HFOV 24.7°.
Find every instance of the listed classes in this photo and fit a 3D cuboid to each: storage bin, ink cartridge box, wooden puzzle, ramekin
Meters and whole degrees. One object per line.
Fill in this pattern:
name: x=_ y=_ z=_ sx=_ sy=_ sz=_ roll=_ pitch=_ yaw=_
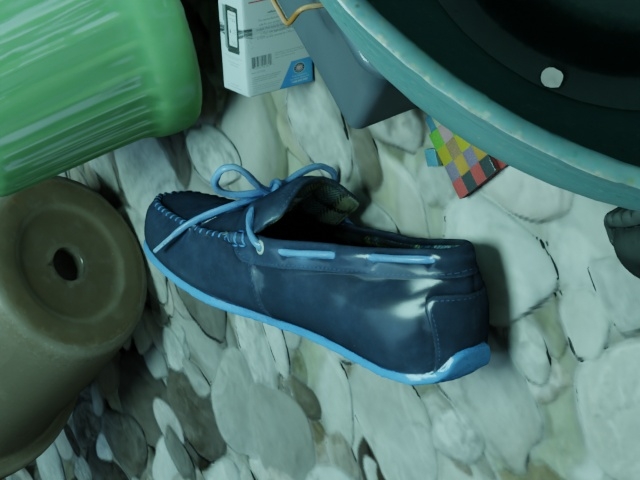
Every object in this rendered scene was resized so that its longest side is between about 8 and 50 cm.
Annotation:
storage bin: x=0.019 y=-0.124 z=0.743 sx=0.135 sy=0.098 sz=0.091 roll=61 pitch=159 yaw=17
ink cartridge box: x=-0.033 y=-0.131 z=0.856 sx=0.028 sy=0.048 sz=0.083 roll=29 pitch=129 yaw=48
wooden puzzle: x=0.076 y=-0.053 z=0.763 sx=0.049 sy=0.006 sz=0.083 roll=65 pitch=149 yaw=11
ramekin: x=-0.216 y=-0.176 z=0.945 sx=0.303 sy=0.148 sz=0.303 roll=54 pitch=164 yaw=23

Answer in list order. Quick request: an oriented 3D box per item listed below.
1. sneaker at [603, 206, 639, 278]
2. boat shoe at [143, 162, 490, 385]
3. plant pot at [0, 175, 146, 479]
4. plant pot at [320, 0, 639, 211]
sneaker: x=0.221 y=0.035 z=0.461 sx=0.330 sy=0.122 sz=0.146 roll=4 pitch=108 yaw=58
boat shoe: x=0.000 y=0.000 z=0.850 sx=0.258 sy=0.109 sz=0.089 roll=18 pitch=115 yaw=35
plant pot: x=-0.266 y=0.055 z=1.175 sx=0.229 sy=0.263 sz=0.263 roll=-28 pitch=82 yaw=43
plant pot: x=0.113 y=-0.138 z=0.430 sx=0.196 sy=0.293 sz=0.293 roll=95 pitch=153 yaw=-83
